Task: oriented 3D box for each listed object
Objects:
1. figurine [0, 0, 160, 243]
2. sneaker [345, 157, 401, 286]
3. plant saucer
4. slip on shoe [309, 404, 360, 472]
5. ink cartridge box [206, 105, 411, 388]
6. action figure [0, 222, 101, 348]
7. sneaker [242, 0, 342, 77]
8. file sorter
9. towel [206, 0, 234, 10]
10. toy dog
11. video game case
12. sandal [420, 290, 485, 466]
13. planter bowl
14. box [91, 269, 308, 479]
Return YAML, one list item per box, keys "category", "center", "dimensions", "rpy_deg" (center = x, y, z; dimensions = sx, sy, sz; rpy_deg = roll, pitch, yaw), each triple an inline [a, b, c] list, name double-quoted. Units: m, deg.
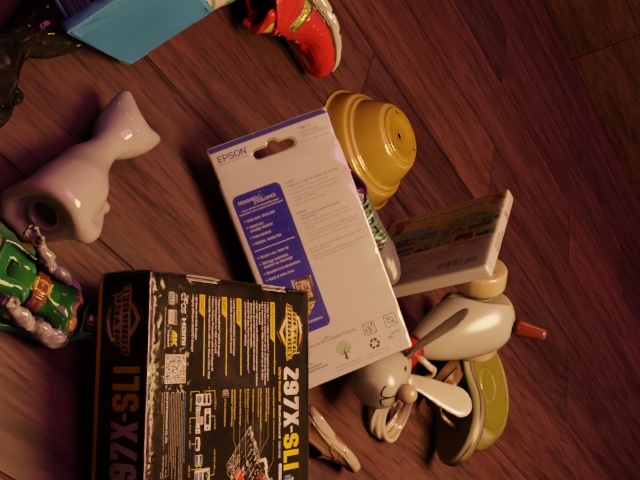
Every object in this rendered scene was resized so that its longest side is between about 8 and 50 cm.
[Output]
- category: "figurine"
  center: [-0.260, -0.128, 0.723]
  dimensions: [0.215, 0.092, 0.209]
  rpy_deg: [57, 33, -26]
- category: "sneaker"
  center: [0.053, -0.028, 1.083]
  dimensions: [0.224, 0.083, 0.098]
  rpy_deg: [59, -11, 3]
- category: "plant saucer"
  center: [0.309, 0.281, 1.411]
  dimensions: [0.241, 0.037, 0.241]
  rpy_deg: [26, 57, -48]
- category: "slip on shoe"
  center: [0.008, 0.274, 0.979]
  dimensions: [0.041, 0.051, 0.135]
  rpy_deg: [-41, 127, -11]
- category: "ink cartridge box"
  center: [-0.014, 0.012, 0.946]
  dimensions: [0.065, 0.165, 0.333]
  rpy_deg: [-149, -141, -80]
- category: "action figure"
  center: [-0.278, 0.032, 0.651]
  dimensions: [0.232, 0.063, 0.137]
  rpy_deg: [44, 41, -42]
- category: "sneaker"
  center: [-0.062, -0.334, 1.074]
  dimensions: [0.118, 0.107, 0.279]
  rpy_deg: [-58, 141, -20]
- category: "file sorter"
  center: [-0.207, -0.272, 0.764]
  dimensions: [0.104, 0.118, 0.170]
  rpy_deg: [58, 6, -1]
- category: "towel"
  center: [-0.154, -0.485, 1.062]
  dimensions: [0.248, 0.038, 0.325]
  rpy_deg: [59, 35, -23]
- category: "toy dog"
  center: [0.208, 0.162, 1.076]
  dimensions: [0.334, 0.161, 0.220]
  rpy_deg: [-47, 137, -27]
- category: "video game case"
  center: [0.184, 0.011, 1.169]
  dimensions: [0.026, 0.227, 0.206]
  rpy_deg: [57, 37, -22]
- category: "sandal"
  center: [0.209, 0.230, 1.246]
  dimensions: [0.086, 0.120, 0.303]
  rpy_deg: [13, 61, -22]
- category: "planter bowl"
  center: [0.102, -0.167, 1.248]
  dimensions: [0.217, 0.090, 0.217]
  rpy_deg: [26, 56, -47]
- category: "box"
  center: [-0.112, 0.201, 0.762]
  dimensions: [0.257, 0.079, 0.322]
  rpy_deg: [13, 73, -57]
